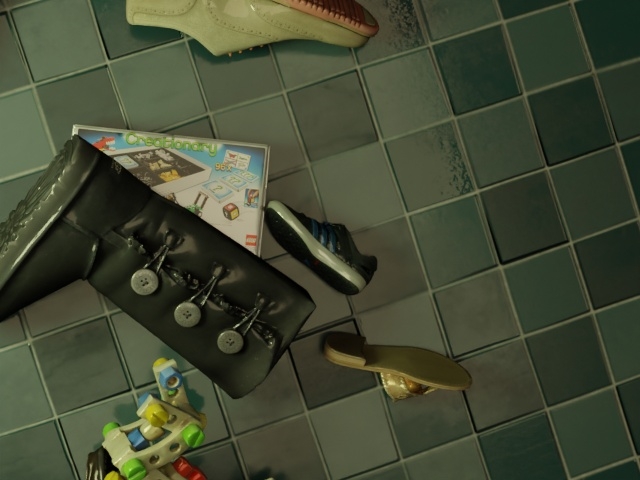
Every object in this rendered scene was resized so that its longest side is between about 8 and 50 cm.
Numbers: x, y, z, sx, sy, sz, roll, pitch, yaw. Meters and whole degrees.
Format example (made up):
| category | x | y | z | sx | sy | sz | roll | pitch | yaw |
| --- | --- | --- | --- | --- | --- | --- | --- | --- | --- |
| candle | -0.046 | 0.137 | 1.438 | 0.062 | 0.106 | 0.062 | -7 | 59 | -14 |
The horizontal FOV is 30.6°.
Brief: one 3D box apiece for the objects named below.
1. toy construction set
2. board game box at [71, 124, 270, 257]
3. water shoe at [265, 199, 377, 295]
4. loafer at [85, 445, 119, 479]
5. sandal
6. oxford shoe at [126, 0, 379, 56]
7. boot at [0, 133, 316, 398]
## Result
| category | x | y | z | sx | sy | sz | roll | pitch | yaw |
| --- | --- | --- | --- | --- | --- | --- | --- | --- | --- |
| toy construction set | -0.198 | 0.349 | 1.763 | 0.215 | 0.151 | 0.328 | -45 | 113 | -4 |
| board game box | -0.238 | -0.068 | 1.819 | 0.305 | 0.053 | 0.193 | 6 | 91 | -7 |
| water shoe | 0.000 | 0.000 | 1.853 | 0.203 | 0.073 | 0.080 | 43 | 59 | -5 |
| loafer | -0.355 | 0.425 | 1.794 | 0.078 | 0.080 | 0.220 | 2 | 83 | 13 |
| sandal | 0.116 | 0.217 | 1.867 | 0.240 | 0.088 | 0.079 | 15 | 120 | 0 |
| oxford shoe | -0.108 | -0.355 | 1.818 | 0.396 | 0.140 | 0.147 | 15 | 119 | -11 |
| boot | -0.281 | 0.101 | 1.765 | 0.445 | 0.146 | 0.367 | 35 | 111 | -24 |
